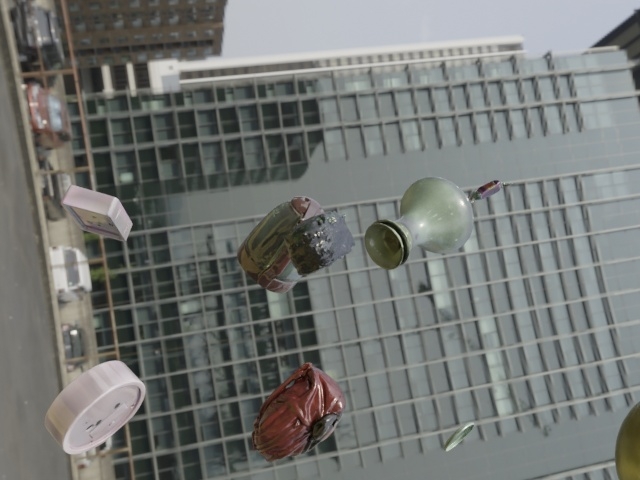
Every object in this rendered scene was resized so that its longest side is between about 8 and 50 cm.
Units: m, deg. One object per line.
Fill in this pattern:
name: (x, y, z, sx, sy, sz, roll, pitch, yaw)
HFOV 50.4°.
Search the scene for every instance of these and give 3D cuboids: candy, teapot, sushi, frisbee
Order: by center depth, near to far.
teapot: (0.214, -0.031, 1.511, 0.183, 0.250, 0.184, 26, -51, 37)
sushi: (0.000, 0.000, 1.711, 0.225, 0.124, 0.127, -31, 98, -61)
frisbee: (0.379, 0.537, 1.867, 0.014, 0.110, 0.110, 46, -30, 28)
candy: (0.549, -0.165, 2.224, 0.045, 0.175, 0.043, 46, -25, 49)
teapot: (-0.111, 0.008, 2.260, 0.312, 0.233, 0.315, -52, -168, 24)

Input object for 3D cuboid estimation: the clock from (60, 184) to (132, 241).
clock: (-0.627, -0.074, 1.927, 0.197, 0.150, 0.063, 94, 13, -69)

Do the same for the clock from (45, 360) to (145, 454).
clock: (-0.460, 0.342, 1.398, 0.068, 0.197, 0.197, 41, -30, 21)

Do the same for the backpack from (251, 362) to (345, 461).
backpack: (-0.052, 0.363, 1.403, 0.139, 0.229, 0.229, 48, -19, 6)

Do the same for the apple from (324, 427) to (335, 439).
apple: (-0.024, 0.463, 1.792, 0.131, 0.146, 0.146, -73, 159, -71)

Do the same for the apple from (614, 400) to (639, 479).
apple: (0.691, 0.406, 1.266, 0.262, 0.262, 0.263, 172, -90, -78)
